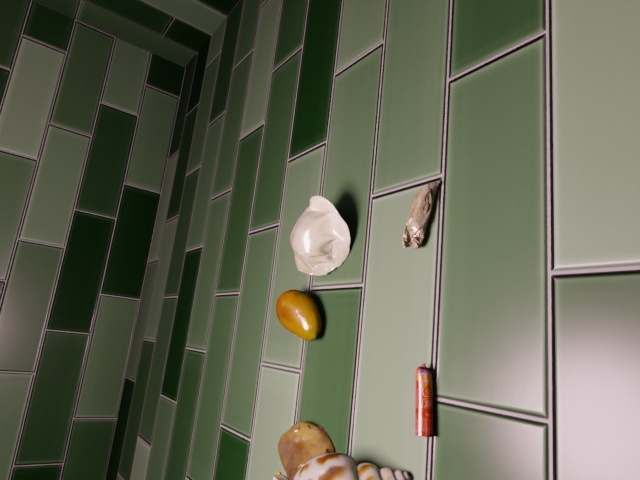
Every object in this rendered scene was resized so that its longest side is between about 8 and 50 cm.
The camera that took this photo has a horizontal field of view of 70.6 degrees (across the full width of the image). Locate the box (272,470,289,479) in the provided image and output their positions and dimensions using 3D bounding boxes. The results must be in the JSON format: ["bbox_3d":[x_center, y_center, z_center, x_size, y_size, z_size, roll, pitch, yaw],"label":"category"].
[{"bbox_3d":[-0.065,0.662,1.068,0.247,0.033,0.129,0,78,55],"label":"box"}]

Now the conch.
[{"bbox_3d":[0.041,0.500,0.879,0.275,0.182,0.148,-15,36,35],"label":"conch"}]

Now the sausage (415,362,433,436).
[{"bbox_3d":[0.192,0.293,0.837,0.034,0.034,0.129,-17,63,52],"label":"sausage"}]

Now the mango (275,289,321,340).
[{"bbox_3d":[-0.053,0.192,1.190,0.163,0.090,0.111,18,104,47],"label":"mango"}]

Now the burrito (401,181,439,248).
[{"bbox_3d":[0.206,-0.052,0.945,0.055,0.041,0.149,11,83,43],"label":"burrito"}]

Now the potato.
[{"bbox_3d":[-0.045,0.519,1.055,0.200,0.081,0.163,35,108,57],"label":"potato"}]

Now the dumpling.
[{"bbox_3d":[-0.001,0.004,1.175,0.166,0.126,0.215,38,101,26],"label":"dumpling"}]
